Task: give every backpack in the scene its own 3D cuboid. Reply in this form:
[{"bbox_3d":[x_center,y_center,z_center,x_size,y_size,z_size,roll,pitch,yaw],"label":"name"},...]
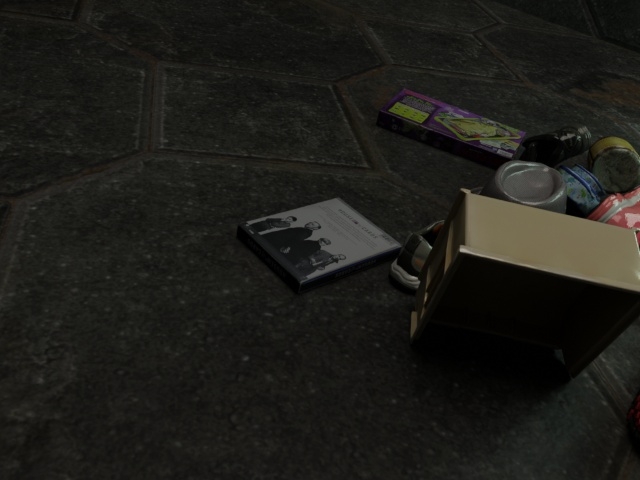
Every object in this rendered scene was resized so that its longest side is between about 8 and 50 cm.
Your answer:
[{"bbox_3d":[0.556,-0.116,1.454,0.114,0.084,0.105,31,16,-44],"label":"backpack"}]

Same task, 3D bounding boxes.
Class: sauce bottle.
[{"bbox_3d":[0.702,-0.196,1.605,0.111,0.111,0.344,22,23,12],"label":"sauce bottle"}]

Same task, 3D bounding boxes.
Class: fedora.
[{"bbox_3d":[0.417,-0.083,1.359,0.275,0.124,0.243,-22,48,-41],"label":"fedora"}]

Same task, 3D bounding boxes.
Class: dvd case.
[{"bbox_3d":[0.000,0.000,1.173,0.238,0.030,0.179,-17,44,-38],"label":"dvd case"}]

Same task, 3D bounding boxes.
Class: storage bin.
[{"bbox_3d":[0.287,0.075,0.968,0.262,0.260,0.123,12,51,-2],"label":"storage bin"}]

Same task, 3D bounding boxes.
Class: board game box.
[{"bbox_3d":[0.336,-0.287,1.701,0.346,0.056,0.208,24,39,14],"label":"board game box"}]

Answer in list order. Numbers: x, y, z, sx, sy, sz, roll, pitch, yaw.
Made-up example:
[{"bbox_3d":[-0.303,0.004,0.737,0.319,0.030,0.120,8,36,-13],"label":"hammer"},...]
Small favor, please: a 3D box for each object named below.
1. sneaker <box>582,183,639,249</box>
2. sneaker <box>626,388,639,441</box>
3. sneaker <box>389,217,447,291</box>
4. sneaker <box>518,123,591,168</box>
[{"bbox_3d":[0.677,-0.035,1.426,0.313,0.116,0.136,-17,64,-39],"label":"sneaker"},{"bbox_3d":[0.542,0.226,0.970,0.125,0.104,0.262,32,38,22],"label":"sneaker"},{"bbox_3d":[0.242,0.009,1.178,0.271,0.108,0.100,-16,42,-39],"label":"sneaker"},{"bbox_3d":[0.485,-0.191,1.494,0.130,0.227,0.087,-15,86,-17],"label":"sneaker"}]
